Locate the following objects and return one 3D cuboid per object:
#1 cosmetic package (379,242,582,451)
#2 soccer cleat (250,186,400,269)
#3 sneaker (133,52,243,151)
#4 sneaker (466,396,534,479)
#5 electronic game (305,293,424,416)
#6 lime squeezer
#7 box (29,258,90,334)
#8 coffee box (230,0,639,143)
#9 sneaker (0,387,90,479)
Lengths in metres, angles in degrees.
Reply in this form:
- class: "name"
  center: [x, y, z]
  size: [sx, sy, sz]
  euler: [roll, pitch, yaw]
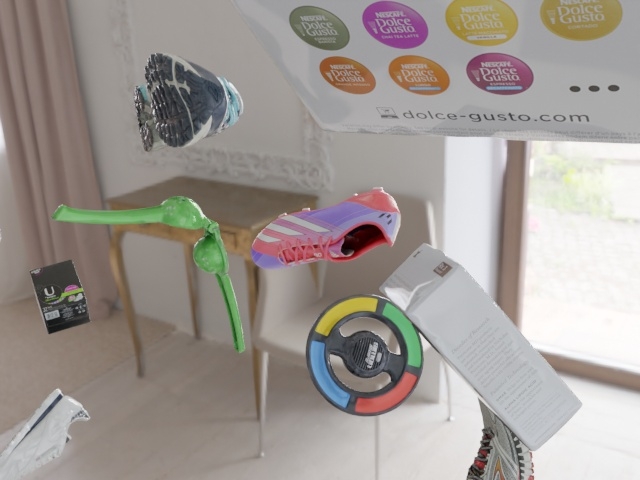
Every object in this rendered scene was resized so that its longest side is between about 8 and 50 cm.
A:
- class: "cosmetic package"
  center: [0.178, 0.118, 0.814]
  size: [0.085, 0.231, 0.117]
  euler: [-45, 14, 0]
- class: "soccer cleat"
  center: [0.000, 0.000, 1.042]
  size: [0.248, 0.083, 0.095]
  euler: [-19, 40, 23]
- class: "sneaker"
  center: [-0.151, -0.176, 0.889]
  size: [0.122, 0.110, 0.283]
  euler: [-16, 11, -21]
- class: "sneaker"
  center: [0.239, 0.315, 0.977]
  size: [0.093, 0.225, 0.088]
  euler: [-8, -6, 0]
- class: "electronic game"
  center: [0.085, 0.214, 1.352]
  size: [0.229, 0.229, 0.048]
  euler: [-8, -11, -15]
- class: "lime squeezer"
  center: [-0.155, 0.019, 0.845]
  size: [0.059, 0.310, 0.109]
  euler: [3, 59, 42]
- class: "box"
  center: [-0.368, 0.079, 1.018]
  size: [0.062, 0.052, 0.083]
  euler: [-16, 50, -22]
- class: "coffee box"
  center: [0.126, -0.309, 0.557]
  size: [0.338, 0.334, 0.338]
  euler: [6, 65, 30]
- class: "sneaker"
  center: [-0.545, 0.398, 1.369]
  size: [0.235, 0.095, 0.090]
  euler: [-54, 14, -28]
